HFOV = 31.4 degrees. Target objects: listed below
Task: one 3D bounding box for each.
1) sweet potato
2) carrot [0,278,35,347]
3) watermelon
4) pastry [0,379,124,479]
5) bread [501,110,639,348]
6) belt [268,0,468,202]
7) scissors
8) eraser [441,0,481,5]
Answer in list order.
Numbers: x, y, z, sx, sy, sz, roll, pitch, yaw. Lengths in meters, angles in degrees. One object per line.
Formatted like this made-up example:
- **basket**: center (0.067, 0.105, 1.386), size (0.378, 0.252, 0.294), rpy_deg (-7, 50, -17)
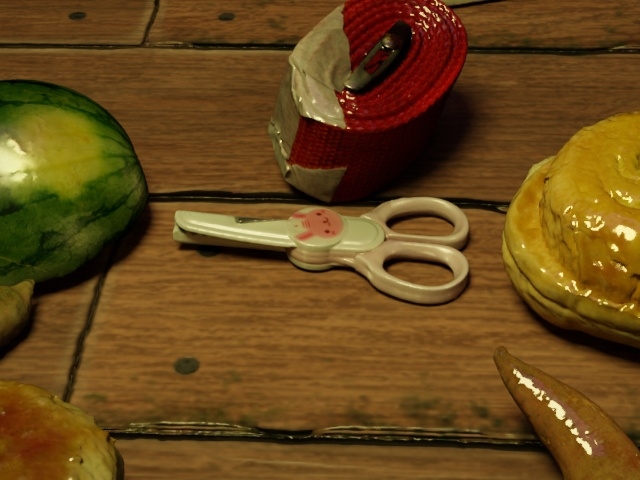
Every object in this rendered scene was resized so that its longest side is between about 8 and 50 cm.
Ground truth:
- **sweet potato**: center (0.189, 0.173, 0.686), size (0.067, 0.059, 0.281), rpy_deg (-4, 39, -23)
- **carrot**: center (-0.322, 0.116, 0.771), size (0.070, 0.070, 0.342), rpy_deg (28, 45, 31)
- **watermelon**: center (-0.263, -0.059, 0.934), size (0.232, 0.127, 0.204), rpy_deg (-6, 43, 3)
- **pastry**: center (-0.216, 0.162, 0.687), size (0.192, 0.093, 0.182), rpy_deg (18, 41, 23)
- **bread**: center (0.256, -0.003, 0.852), size (0.236, 0.120, 0.198), rpy_deg (13, 43, 17)
- **belt**: center (0.040, -0.124, 1.008), size (0.128, 0.124, 0.201), rpy_deg (35, 54, 11)
- **scissors**: center (0.000, 0.000, 0.926), size (0.242, 0.031, 0.118), rpy_deg (5, 40, 1)
- **eraser**: center (0.200, -0.337, 1.258), size (0.278, 0.124, 0.081), rpy_deg (-11, 40, -11)
